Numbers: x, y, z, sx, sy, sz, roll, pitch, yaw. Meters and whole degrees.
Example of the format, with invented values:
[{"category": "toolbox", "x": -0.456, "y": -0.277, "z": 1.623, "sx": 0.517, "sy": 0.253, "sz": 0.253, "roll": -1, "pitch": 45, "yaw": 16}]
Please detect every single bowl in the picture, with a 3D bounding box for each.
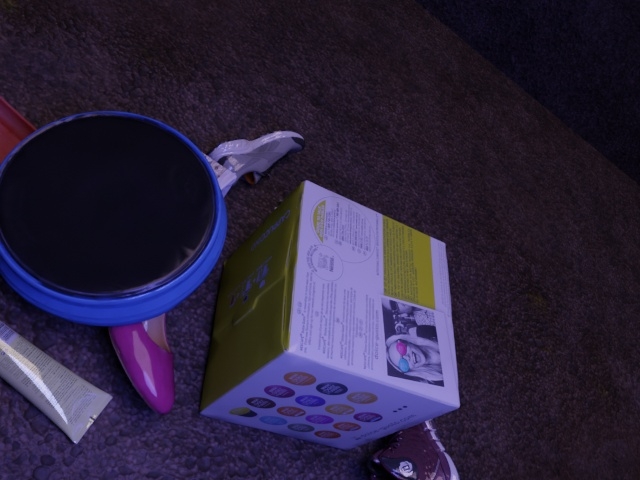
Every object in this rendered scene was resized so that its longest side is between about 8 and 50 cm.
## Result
[{"category": "bowl", "x": -0.352, "y": -0.052, "z": 1.045, "sx": 0.392, "sy": 0.077, "sz": 0.390, "roll": 6, "pitch": 62, "yaw": -12}]

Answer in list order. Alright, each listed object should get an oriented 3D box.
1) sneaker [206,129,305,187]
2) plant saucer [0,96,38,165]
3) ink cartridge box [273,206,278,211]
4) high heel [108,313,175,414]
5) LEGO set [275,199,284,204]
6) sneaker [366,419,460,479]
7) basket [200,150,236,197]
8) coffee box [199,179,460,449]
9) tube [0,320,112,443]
[{"category": "sneaker", "x": -0.141, "y": -0.191, "z": 1.459, "sx": 0.272, "sy": 0.100, "sz": 0.107, "roll": -23, "pitch": 91, "yaw": -41}, {"category": "plant saucer", "x": -0.584, "y": -0.113, "z": 1.087, "sx": 0.258, "sy": 0.048, "sz": 0.259, "roll": 43, "pitch": 44, "yaw": -5}, {"category": "ink cartridge box", "x": 0.000, "y": 0.000, "z": 1.298, "sx": 0.208, "sy": 0.206, "sz": 0.045, "roll": 9, "pitch": 68, "yaw": -3}, {"category": "high heel", "x": -0.272, "y": 0.099, "z": 1.076, "sx": 0.181, "sy": 0.127, "sz": 0.377, "roll": -24, "pitch": 70, "yaw": -1}, {"category": "LEGO set", "x": -0.070, "y": -0.069, "z": 1.468, "sx": 0.083, "sy": 0.023, "sz": 0.054, "roll": 33, "pitch": 46, "yaw": -15}, {"category": "sneaker", "x": 0.148, "y": 0.393, "z": 1.234, "sx": 0.163, "sy": 0.106, "sz": 0.281, "roll": 1, "pitch": 37, "yaw": -28}, {"category": "basket", "x": -0.262, "y": -0.088, "z": 1.235, "sx": 0.103, "sy": 0.167, "sz": 0.113, "roll": 41, "pitch": 45, "yaw": -1}, {"category": "coffee box", "x": 0.010, "y": 0.156, "z": 1.152, "sx": 0.335, "sy": 0.338, "sz": 0.338, "roll": 22, "pitch": 51, "yaw": -24}, {"category": "tube", "x": -0.448, "y": 0.210, "z": 0.970, "sx": 0.240, "sy": 0.062, "sz": 0.070, "roll": 42, "pitch": 88, "yaw": -13}]
